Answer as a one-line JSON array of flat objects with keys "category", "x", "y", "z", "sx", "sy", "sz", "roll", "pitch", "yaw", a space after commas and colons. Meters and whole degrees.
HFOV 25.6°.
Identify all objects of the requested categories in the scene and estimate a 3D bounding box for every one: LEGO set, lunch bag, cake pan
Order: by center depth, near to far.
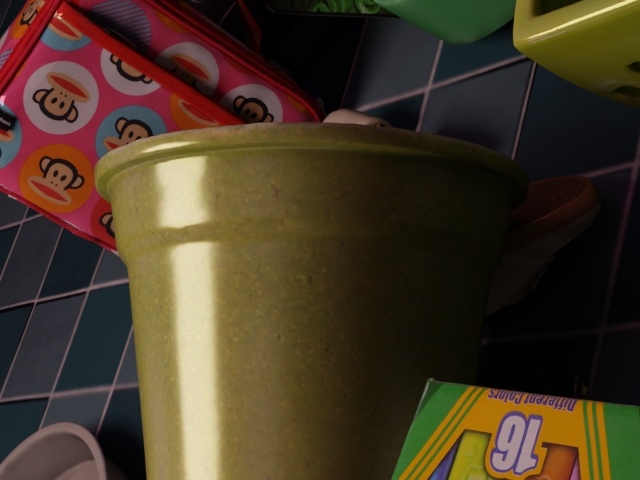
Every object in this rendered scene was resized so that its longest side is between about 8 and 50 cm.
[{"category": "LEGO set", "x": 0.142, "y": 0.120, "z": 0.920, "sx": 0.083, "sy": 0.023, "sz": 0.054, "roll": -15, "pitch": 53, "yaw": 32}, {"category": "lunch bag", "x": -0.148, "y": -0.119, "z": 1.265, "sx": 0.258, "sy": 0.293, "sz": 0.120, "roll": -54, "pitch": 27, "yaw": 9}, {"category": "cake pan", "x": -0.265, "y": 0.312, "z": 1.294, "sx": 0.293, "sy": 0.054, "sz": 0.293, "roll": -34, "pitch": 40, "yaw": 34}]

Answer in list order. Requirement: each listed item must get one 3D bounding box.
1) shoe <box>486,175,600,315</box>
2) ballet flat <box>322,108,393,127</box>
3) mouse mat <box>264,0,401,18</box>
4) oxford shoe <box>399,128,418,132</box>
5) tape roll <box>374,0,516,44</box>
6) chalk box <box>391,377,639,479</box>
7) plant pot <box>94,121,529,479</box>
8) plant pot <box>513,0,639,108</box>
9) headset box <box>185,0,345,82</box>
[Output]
[{"category": "shoe", "x": 0.115, "y": 0.020, "z": 1.012, "sx": 0.219, "sy": 0.058, "sz": 0.076, "roll": -29, "pitch": 19, "yaw": 34}, {"category": "ballet flat", "x": 0.000, "y": 0.000, "z": 1.168, "sx": 0.086, "sy": 0.086, "sz": 0.248, "roll": -3, "pitch": 60, "yaw": 54}, {"category": "mouse mat", "x": 0.028, "y": -0.276, "z": 1.314, "sx": 0.007, "sy": 0.152, "sz": 0.190, "roll": 91, "pitch": -179, "yaw": -54}, {"category": "oxford shoe", "x": -0.008, "y": 0.005, "z": 1.065, "sx": 0.271, "sy": 0.097, "sz": 0.098, "roll": -48, "pitch": 20, "yaw": -21}, {"category": "tape roll", "x": 0.152, "y": -0.319, "z": 1.149, "sx": 0.321, "sy": 0.077, "sz": 0.321, "roll": -51, "pitch": 23, "yaw": 31}, {"category": "chalk box", "x": 0.120, "y": 0.238, "z": 0.699, "sx": 0.179, "sy": 0.180, "sz": 0.289, "roll": -1, "pitch": 65, "yaw": 55}, {"category": "plant pot", "x": -0.010, "y": 0.085, "z": 0.872, "sx": 0.276, "sy": 0.276, "sz": 0.254, "roll": -11, "pitch": 73, "yaw": 50}, {"category": "plant pot", "x": 0.270, "y": -0.182, "z": 0.809, "sx": 0.227, "sy": 0.207, "sz": 0.228, "roll": -16, "pitch": 51, "yaw": 47}, {"category": "headset box", "x": -0.112, "y": -0.239, "z": 1.483, "sx": 0.218, "sy": 0.110, "sz": 0.293, "roll": -51, "pitch": 33, "yaw": 13}]
